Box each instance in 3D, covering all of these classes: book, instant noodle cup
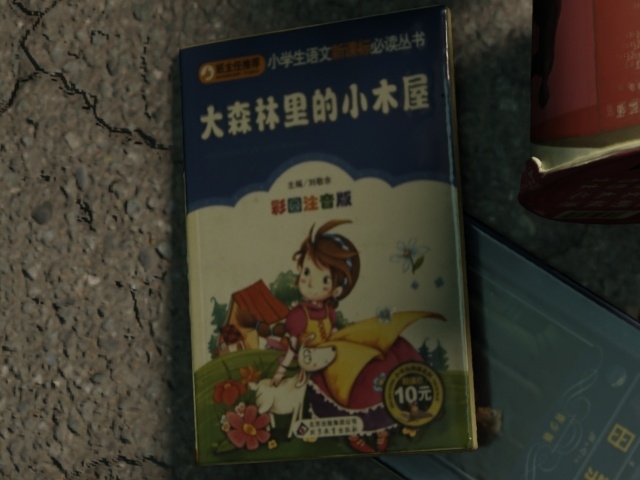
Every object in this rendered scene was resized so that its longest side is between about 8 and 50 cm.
[{"bbox_3d":[0.000,0.000,1.455,0.228,0.018,0.322,-7,83,25],"label":"book"},{"bbox_3d":[0.128,0.106,1.422,0.269,0.025,0.191,34,101,18],"label":"book"},{"bbox_3d":[0.235,-0.119,1.282,0.234,0.235,0.178,-9,78,21],"label":"instant noodle cup"}]
